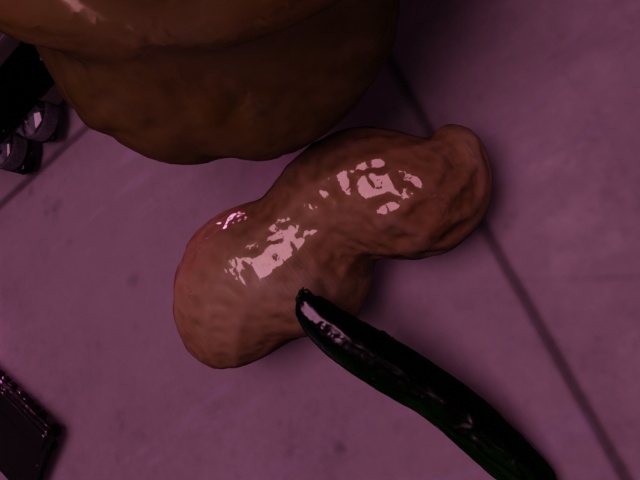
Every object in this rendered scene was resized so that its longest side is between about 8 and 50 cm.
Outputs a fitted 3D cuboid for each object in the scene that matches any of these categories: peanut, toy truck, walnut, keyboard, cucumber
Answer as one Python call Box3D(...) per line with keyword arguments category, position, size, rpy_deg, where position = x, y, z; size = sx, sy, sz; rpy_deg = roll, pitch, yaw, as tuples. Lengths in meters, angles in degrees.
Box3D(category="peanut", position=(0.000, 0.000, 0.481), size=(0.228, 0.085, 0.104), rpy_deg=(-36, 83, 22))
Box3D(category="toy truck", position=(-0.261, -0.144, 0.630), size=(0.253, 0.114, 0.124), rpy_deg=(-40, 62, 21))
Box3D(category="walnut", position=(-0.063, -0.194, 0.407), size=(0.282, 0.253, 0.277), rpy_deg=(121, 160, -51))
Box3D(category="keyboard", position=(-0.307, 0.131, 0.689), size=(0.231, 0.023, 0.072), rpy_deg=(31, 109, 29))
Box3D(category="cucumber", position=(0.060, 0.086, 0.440), size=(0.184, 0.036, 0.033), rpy_deg=(36, 135, 5))
